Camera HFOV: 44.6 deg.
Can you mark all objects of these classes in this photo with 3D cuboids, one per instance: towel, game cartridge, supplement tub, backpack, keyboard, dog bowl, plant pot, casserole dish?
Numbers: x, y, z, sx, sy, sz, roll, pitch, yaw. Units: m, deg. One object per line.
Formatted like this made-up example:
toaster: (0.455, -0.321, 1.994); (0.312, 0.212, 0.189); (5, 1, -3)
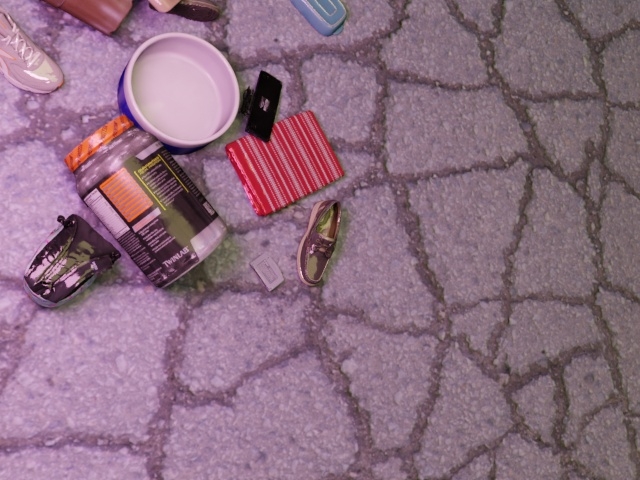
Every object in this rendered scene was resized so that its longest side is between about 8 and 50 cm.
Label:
towel: (-0.087, -0.195, 1.939); (0.275, 0.031, 0.199); (-28, 92, -32)
game cartridge: (-0.127, 0.074, 1.870); (0.056, 0.017, 0.083); (-37, 98, -25)
supplement tub: (-0.371, -0.085, 1.662); (0.207, 0.207, 0.338); (-42, 101, -28)
backpack: (-0.522, 0.055, 1.606); (0.152, 0.115, 0.182); (39, 65, -3)
keyboard: (-0.155, -0.335, 1.928); (0.100, 0.038, 0.192); (31, 55, -32)
dog bowl: (-0.327, -0.335, 1.796); (0.265, 0.104, 0.265); (6, 77, -28)
plant pot: (-0.503, -0.550, 1.722); (0.165, 0.167, 0.167); (32, 66, -27)
casserole dish: (-0.002, -0.631, 2.070); (0.188, 0.037, 0.114); (46, 62, -12)

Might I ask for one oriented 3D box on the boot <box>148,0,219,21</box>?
boot: (-0.331, -0.647, 1.885); (0.189, 0.076, 0.209); (9, 69, -29)

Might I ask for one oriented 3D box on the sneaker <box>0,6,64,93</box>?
sneaker: (-0.651, -0.412, 1.628); (0.262, 0.121, 0.099); (37, 66, -17)

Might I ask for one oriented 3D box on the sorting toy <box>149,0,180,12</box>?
sorting toy: (-0.400, -0.689, 1.775); (0.307, 0.041, 0.229); (46, 56, -17)

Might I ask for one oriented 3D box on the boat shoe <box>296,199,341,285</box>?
boat shoe: (0.001, 0.000, 1.920); (0.080, 0.073, 0.224); (22, 70, -23)
